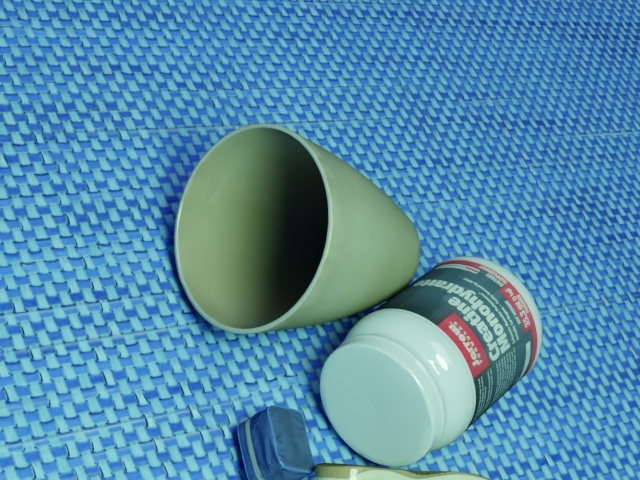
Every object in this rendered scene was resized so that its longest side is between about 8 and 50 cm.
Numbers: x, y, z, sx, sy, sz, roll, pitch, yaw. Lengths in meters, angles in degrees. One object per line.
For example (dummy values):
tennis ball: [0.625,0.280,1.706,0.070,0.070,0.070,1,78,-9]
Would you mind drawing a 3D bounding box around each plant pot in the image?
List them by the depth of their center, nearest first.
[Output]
plant pot: [0.000,0.000,1.756,0.274,0.256,0.256,10,50,-50]

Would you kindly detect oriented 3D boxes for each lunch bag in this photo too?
lunch bag: [-0.055,0.252,1.626,0.067,0.065,0.098,21,44,-43]

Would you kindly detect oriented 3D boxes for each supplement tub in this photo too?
supplement tub: [0.145,0.151,1.754,0.191,0.191,0.272,50,43,7]

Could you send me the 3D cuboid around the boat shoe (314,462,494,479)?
boat shoe: [0.113,0.328,1.665,0.302,0.109,0.098,13,75,-42]
